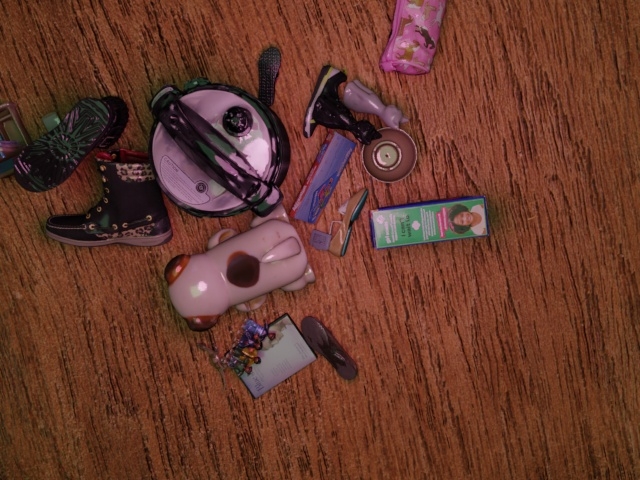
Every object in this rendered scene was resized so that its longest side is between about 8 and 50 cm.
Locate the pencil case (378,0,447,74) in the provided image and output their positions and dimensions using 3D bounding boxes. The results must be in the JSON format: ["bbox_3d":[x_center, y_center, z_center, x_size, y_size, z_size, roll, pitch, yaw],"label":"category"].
[{"bbox_3d":[0.279,-0.670,1.732,0.167,0.160,0.386,10,98,0],"label":"pencil case"}]

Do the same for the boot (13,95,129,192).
[{"bbox_3d":[-0.714,-0.286,1.762,0.348,0.260,0.131,-40,105,3],"label":"boot"}]

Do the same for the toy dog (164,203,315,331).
[{"bbox_3d":[-0.237,0.104,1.738,0.407,0.395,0.285,-24,105,-4],"label":"toy dog"}]

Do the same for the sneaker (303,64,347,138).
[{"bbox_3d":[0.018,-0.413,1.809,0.097,0.084,0.235,20,98,-3],"label":"sneaker"}]

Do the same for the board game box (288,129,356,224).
[{"bbox_3d":[0.008,-0.187,1.812,0.027,0.145,0.281,31,98,29],"label":"board game box"}]

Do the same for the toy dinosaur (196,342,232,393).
[{"bbox_3d":[-0.325,0.395,1.932,0.092,0.053,0.183,-33,87,41],"label":"toy dinosaur"}]

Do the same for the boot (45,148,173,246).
[{"bbox_3d":[-0.638,-0.126,1.794,0.377,0.138,0.284,4,120,-2],"label":"boot"}]

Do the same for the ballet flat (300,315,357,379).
[{"bbox_3d":[0.032,0.339,1.922,0.250,0.058,0.084,48,116,2],"label":"ballet flat"}]

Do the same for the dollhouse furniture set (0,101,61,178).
[{"bbox_3d":[-0.939,-0.313,1.743,0.286,0.303,0.198,-24,97,5],"label":"dollhouse furniture set"}]

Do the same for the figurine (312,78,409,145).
[{"bbox_3d":[0.124,-0.360,1.726,0.209,0.215,0.092,37,141,25],"label":"figurine"}]

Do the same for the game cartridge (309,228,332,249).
[{"bbox_3d":[0.000,0.000,1.870,0.017,0.083,0.056,11,97,-44],"label":"game cartridge"}]

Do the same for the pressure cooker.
[{"bbox_3d":[-0.278,-0.252,1.671,0.369,0.420,0.376,2,98,1],"label":"pressure cooker"}]

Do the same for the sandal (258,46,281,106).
[{"bbox_3d":[-0.158,-0.499,1.832,0.067,0.040,0.179,12,112,6],"label":"sandal"}]

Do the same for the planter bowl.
[{"bbox_3d":[0.203,-0.256,1.810,0.162,0.109,0.162,0,97,1],"label":"planter bowl"}]

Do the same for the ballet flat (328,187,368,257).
[{"bbox_3d":[0.075,-0.063,1.857,0.073,0.080,0.232,23,96,13],"label":"ballet flat"}]

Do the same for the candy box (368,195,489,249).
[{"bbox_3d":[0.301,-0.055,1.751,0.317,0.268,0.122,-9,93,3],"label":"candy box"}]

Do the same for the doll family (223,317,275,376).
[{"bbox_3d":[-0.218,0.336,1.894,0.111,0.076,0.193,25,93,5],"label":"doll family"}]

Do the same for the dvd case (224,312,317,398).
[{"bbox_3d":[-0.161,0.374,1.943,0.253,0.022,0.180,-34,95,6],"label":"dvd case"}]
